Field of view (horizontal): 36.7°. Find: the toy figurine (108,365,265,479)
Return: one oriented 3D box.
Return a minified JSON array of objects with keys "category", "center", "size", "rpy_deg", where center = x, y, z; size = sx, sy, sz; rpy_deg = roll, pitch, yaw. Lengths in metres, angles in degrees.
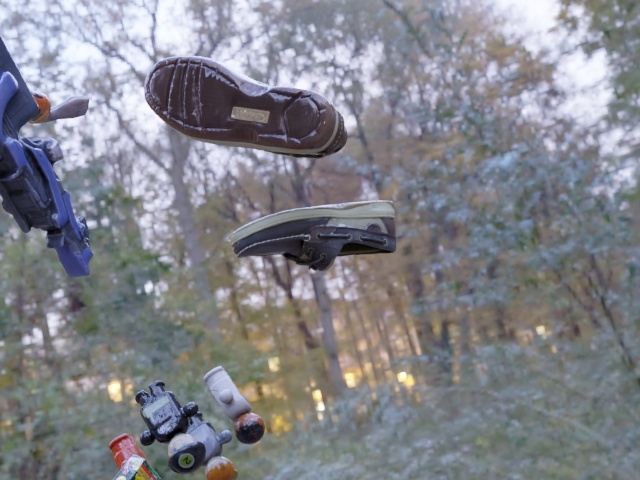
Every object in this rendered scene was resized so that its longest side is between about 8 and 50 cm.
[{"category":"toy figurine","center":[-0.204,0.320,1.521],"size":[0.209,0.148,0.213],"rpy_deg":[-7,-40,-45]}]

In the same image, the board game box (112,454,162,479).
[{"category":"board game box","center":[-0.214,0.410,1.258],"size":[0.030,0.260,0.136],"rpy_deg":[5,47,38]}]

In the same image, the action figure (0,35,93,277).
[{"category":"action figure","center":[-0.361,-0.114,1.018],"size":[0.178,0.341,0.330],"rpy_deg":[-13,24,14]}]

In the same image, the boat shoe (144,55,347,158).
[{"category":"boat shoe","center":[-0.086,-0.144,1.123],"size":[0.257,0.095,0.095],"rpy_deg":[22,2,26]}]

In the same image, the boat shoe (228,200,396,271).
[{"category":"boat shoe","center":[0.000,0.000,1.162],"size":[0.223,0.073,0.080],"rpy_deg":[-10,-11,-30]}]
